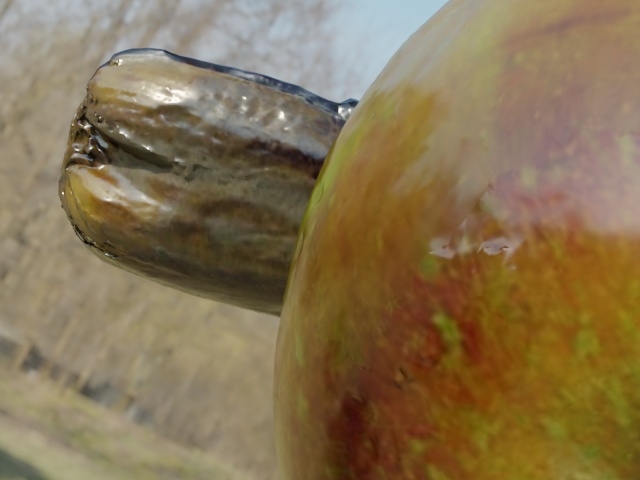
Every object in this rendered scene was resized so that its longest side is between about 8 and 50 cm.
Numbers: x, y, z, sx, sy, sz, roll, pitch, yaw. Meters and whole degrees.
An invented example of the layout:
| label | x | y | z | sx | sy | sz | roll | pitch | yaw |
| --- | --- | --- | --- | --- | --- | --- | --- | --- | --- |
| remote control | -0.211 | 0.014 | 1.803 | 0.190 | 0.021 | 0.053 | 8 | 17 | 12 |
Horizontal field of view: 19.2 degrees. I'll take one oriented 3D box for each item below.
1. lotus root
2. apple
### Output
| label | x | y | z | sx | sy | sz | roll | pitch | yaw |
| --- | --- | --- | --- | --- | --- | --- | --- | --- | --- |
| lotus root | 0.001 | 0.000 | 1.123 | 0.329 | 0.167 | 0.078 | 14 | 39 | -1 |
| apple | 0.164 | 0.051 | 0.743 | 0.374 | 0.374 | 0.384 | 22 | -48 | 53 |
